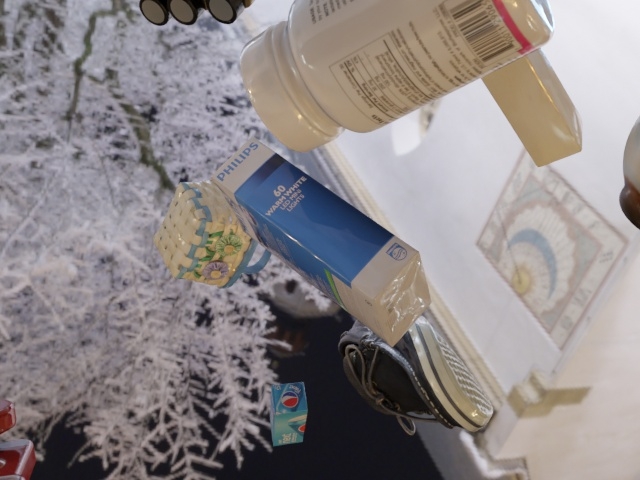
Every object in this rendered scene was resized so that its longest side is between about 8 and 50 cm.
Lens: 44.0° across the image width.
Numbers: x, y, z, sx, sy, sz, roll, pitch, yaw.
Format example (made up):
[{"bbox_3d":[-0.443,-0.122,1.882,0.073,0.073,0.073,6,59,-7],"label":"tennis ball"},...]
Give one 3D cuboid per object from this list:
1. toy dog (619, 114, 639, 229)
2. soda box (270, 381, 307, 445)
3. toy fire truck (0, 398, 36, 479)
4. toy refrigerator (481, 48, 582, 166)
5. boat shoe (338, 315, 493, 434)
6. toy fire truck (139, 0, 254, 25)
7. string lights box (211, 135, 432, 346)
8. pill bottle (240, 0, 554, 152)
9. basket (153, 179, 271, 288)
[{"bbox_3d":[0.614,-0.094,1.048,0.408,0.284,0.395,13,-162,-7],"label":"toy dog"},{"bbox_3d":[-0.072,0.383,1.737,0.071,0.210,0.067,-5,-121,-8],"label":"soda box"},{"bbox_3d":[-0.583,0.362,1.181,0.302,0.169,0.254,-5,-172,-11],"label":"toy fire truck"},{"bbox_3d":[0.349,-0.263,1.361,0.269,0.094,0.102,48,-142,-27],"label":"toy refrigerator"},{"bbox_3d":[0.133,0.209,1.263,0.187,0.156,0.500,53,176,-10],"label":"boat shoe"},{"bbox_3d":[-0.208,-0.486,1.240,0.217,0.246,0.158,8,-130,30],"label":"toy fire truck"},{"bbox_3d":[0.000,0.000,0.919,0.260,0.133,0.077,37,-105,28],"label":"string lights box"},{"bbox_3d":[0.069,-0.205,0.788,0.160,0.283,0.160,40,-143,-40],"label":"pill bottle"},{"bbox_3d":[-0.202,-0.014,1.757,0.289,0.255,0.201,-6,-134,-42],"label":"basket"}]
